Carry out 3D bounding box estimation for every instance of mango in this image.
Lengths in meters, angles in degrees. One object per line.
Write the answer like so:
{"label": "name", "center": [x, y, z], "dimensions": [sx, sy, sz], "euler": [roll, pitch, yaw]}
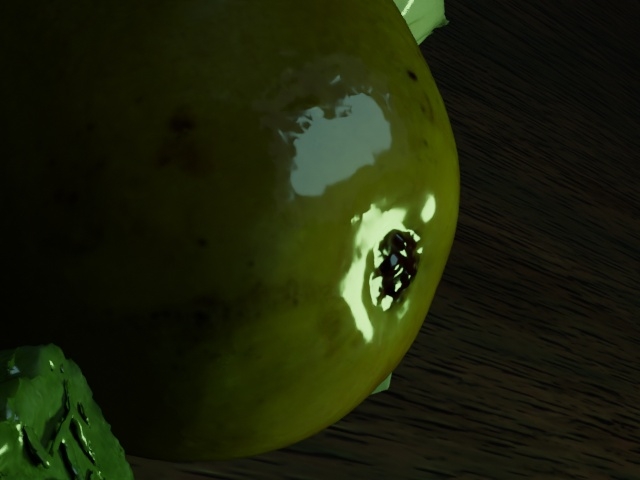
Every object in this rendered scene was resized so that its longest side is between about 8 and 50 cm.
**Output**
{"label": "mango", "center": [-0.100, -0.073, 1.029], "dimensions": [0.446, 0.300, 0.232], "euler": [54, -2, 39]}

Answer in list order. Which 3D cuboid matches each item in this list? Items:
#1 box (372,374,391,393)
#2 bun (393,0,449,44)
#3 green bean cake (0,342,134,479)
{"label": "box", "center": [0.000, -0.001, 1.222], "dimensions": [0.233, 0.067, 0.149], "euler": [95, -28, -61]}
{"label": "bun", "center": [-0.041, -0.219, 1.502], "dimensions": [0.263, 0.175, 0.263], "euler": [43, -14, 13]}
{"label": "green bean cake", "center": [-0.142, 0.171, 0.754], "dimensions": [0.200, 0.113, 0.214], "euler": [-68, 143, -59]}
